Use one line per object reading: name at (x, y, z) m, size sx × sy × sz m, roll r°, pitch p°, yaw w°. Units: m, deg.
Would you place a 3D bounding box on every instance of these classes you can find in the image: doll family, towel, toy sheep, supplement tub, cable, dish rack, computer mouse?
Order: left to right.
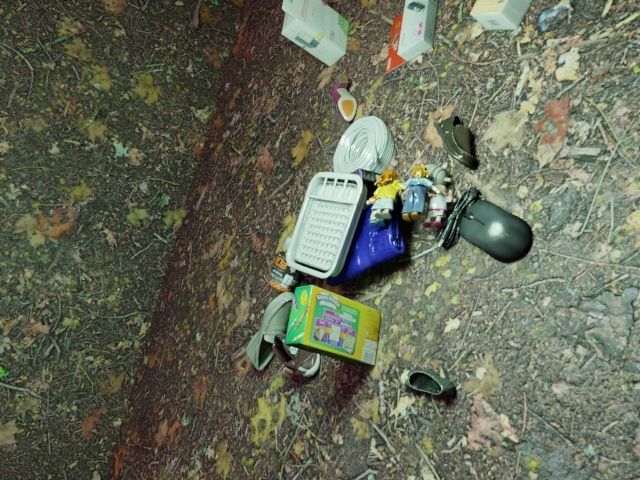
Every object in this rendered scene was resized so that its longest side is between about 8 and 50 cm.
supplement tub at (-0.114, 0.094, 1.972) m, size 0.117 × 0.117 × 0.190 m, roll 28°, pitch 94°, yaw 57°
dish rack at (0.026, -0.048, 1.673) m, size 0.285 × 0.072 × 0.333 m, roll 15°, pitch 85°, yaw 54°
towel at (0.126, -0.005, 1.634) m, size 0.308 × 0.076 × 0.228 m, roll -32°, pitch 42°, yaw 40°
cable at (0.153, -0.319, 1.877) m, size 0.257 × 0.089 × 0.257 m, roll -12°, pitch 60°, yaw 53°
doll family at (0.241, -0.133, 1.470) m, size 0.262 × 0.118 × 0.163 m, roll 2°, pitch 61°, yaw 26°
toy sheep at (0.330, -0.181, 1.542) m, size 0.132 × 0.091 × 0.091 m, roll 15°, pitch 82°, yaw 43°
computer mouse at (0.410, -0.035, 1.341) m, size 0.189 × 0.072 × 0.272 m, roll -62°, pitch 33°, yaw 6°

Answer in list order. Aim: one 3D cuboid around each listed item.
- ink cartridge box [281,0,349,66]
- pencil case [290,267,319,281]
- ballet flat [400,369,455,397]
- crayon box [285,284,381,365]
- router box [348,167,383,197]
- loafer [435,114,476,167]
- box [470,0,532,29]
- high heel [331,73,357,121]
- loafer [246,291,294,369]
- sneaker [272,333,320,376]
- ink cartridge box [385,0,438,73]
ink cartridge box at (-0.046, -0.963, 2.320) m, size 0.119 × 0.353 × 0.207 m, roll -22°, pitch 52°, yaw 47°
pencil case at (0.000, 0.000, 1.865) m, size 0.284 × 0.124 × 0.124 m, roll -63°, pitch 33°, yaw 4°
ballet flat at (0.264, 0.357, 1.324) m, size 0.173 × 0.049 × 0.058 m, roll -4°, pitch 66°, yaw 54°
crayon box at (0.044, 0.248, 1.497) m, size 0.081 × 0.278 × 0.165 m, roll -16°, pitch 57°, yaw 49°
router box at (0.121, -0.180, 1.787) m, size 0.179 × 0.133 × 0.046 m, roll -27°, pitch 64°, yaw 44°
loafer at (0.398, -0.296, 1.514) m, size 0.078 × 0.080 × 0.220 m, roll -46°, pitch 37°, yaw 29°
box at (0.553, -0.727, 1.555) m, size 0.171 × 0.091 × 0.130 m, roll -63°, pitch 33°, yaw 6°
high heel at (0.089, -0.557, 2.152) m, size 0.117 × 0.082 × 0.244 m, roll 112°, pitch 149°, yaw -58°
loafer at (-0.169, 0.333, 1.917) m, size 0.319 × 0.112 × 0.111 m, roll -62°, pitch 37°, yaw 20°
sneaker at (-0.083, 0.304, 1.751) m, size 0.106 × 0.162 × 0.281 m, roll -37°, pitch 43°, yaw 37°
ink cartridge box at (0.325, -0.792, 1.955) m, size 0.239 × 0.060 × 0.275 m, roll -15°, pitch 58°, yaw 49°
